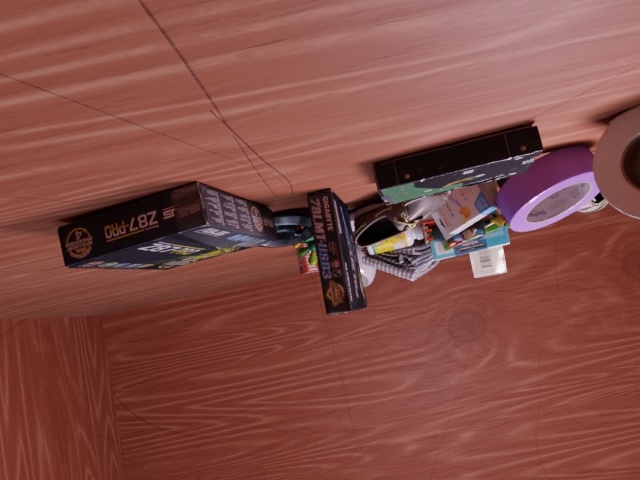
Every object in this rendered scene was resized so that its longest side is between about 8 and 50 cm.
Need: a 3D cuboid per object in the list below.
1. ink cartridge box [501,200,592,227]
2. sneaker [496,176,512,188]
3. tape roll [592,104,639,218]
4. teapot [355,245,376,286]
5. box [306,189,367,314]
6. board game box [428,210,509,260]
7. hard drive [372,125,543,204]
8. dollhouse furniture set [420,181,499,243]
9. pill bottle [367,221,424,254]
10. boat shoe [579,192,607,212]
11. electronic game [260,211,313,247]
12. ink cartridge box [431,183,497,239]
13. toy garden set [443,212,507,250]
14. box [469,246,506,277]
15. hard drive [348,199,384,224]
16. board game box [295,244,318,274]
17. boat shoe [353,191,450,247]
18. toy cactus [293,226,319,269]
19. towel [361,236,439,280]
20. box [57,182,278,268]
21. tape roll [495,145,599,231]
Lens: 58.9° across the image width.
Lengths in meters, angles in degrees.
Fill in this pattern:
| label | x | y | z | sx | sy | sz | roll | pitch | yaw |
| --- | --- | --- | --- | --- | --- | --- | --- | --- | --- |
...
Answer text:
| label | x | y | z | sx | sy | sz | roll | pitch | yaw |
| --- | --- | --- | --- | --- | --- | --- | --- | --- | --- |
| ink cartridge box | 0.830 | -0.138 | 2.107 | 0.199 | 0.114 | 0.273 | -10 | 173 | -14 |
| sneaker | 0.598 | -0.167 | 1.661 | 0.130 | 0.087 | 0.227 | -40 | 146 | 12 |
| tape roll | 0.735 | -0.166 | 1.208 | 0.169 | 0.246 | 0.246 | -4 | 169 | -46 |
| teapot | 0.125 | 0.075 | 2.404 | 0.256 | 0.187 | 0.252 | 12 | 154 | 7 |
| box | 0.047 | 0.038 | 1.457 | 0.074 | 0.295 | 0.293 | -11 | 172 | 9 |
| board game box | 0.519 | -0.040 | 2.044 | 0.254 | 0.079 | 0.336 | -13 | -166 | 12 |
| hard drive | 0.294 | -0.158 | 1.255 | 0.339 | 0.064 | 0.237 | -14 | 173 | 11 |
| dollhouse furniture set | 0.449 | -0.082 | 1.824 | 0.259 | 0.135 | 0.262 | -13 | 173 | 7 |
| pill bottle | 0.265 | -0.027 | 2.031 | 0.209 | 0.117 | 0.117 | -13 | 173 | 10 |
| boat shoe | 1.073 | -0.188 | 2.196 | 0.103 | 0.113 | 0.302 | -9 | 162 | -17 |
| electronic game | -0.113 | -0.031 | 1.584 | 0.230 | 0.048 | 0.229 | -7 | 163 | -2 |
| ink cartridge box | 0.398 | -0.088 | 1.629 | 0.181 | 0.104 | 0.062 | -37 | 161 | 31 |
| toy garden set | 0.494 | -0.038 | 1.771 | 0.244 | 0.049 | 0.204 | -24 | 173 | 13 |
| box | 0.627 | 0.009 | 2.188 | 0.121 | 0.147 | 0.311 | -12 | -162 | 14 |
| hard drive | 0.188 | -0.085 | 1.750 | 0.319 | 0.040 | 0.210 | -17 | 171 | 38 |
| board game box | 0.007 | 0.030 | 1.931 | 0.194 | 0.146 | 0.045 | -8 | 172 | -35 |
| boat shoe | 0.214 | -0.067 | 1.542 | 0.117 | 0.096 | 0.324 | 33 | 142 | -32 |
| toy cactus | 0.000 | 0.000 | 1.741 | 0.219 | 0.112 | 0.181 | 36 | 135 | -23 |
| towel | 0.317 | 0.036 | 2.190 | 0.235 | 0.121 | 0.284 | 18 | -158 | 30 |
| box | -0.308 | -0.015 | 1.248 | 0.319 | 0.097 | 0.395 | -17 | 172 | 13 |
| tape roll | 0.620 | -0.134 | 1.531 | 0.275 | 0.090 | 0.274 | -18 | 154 | -9 |
